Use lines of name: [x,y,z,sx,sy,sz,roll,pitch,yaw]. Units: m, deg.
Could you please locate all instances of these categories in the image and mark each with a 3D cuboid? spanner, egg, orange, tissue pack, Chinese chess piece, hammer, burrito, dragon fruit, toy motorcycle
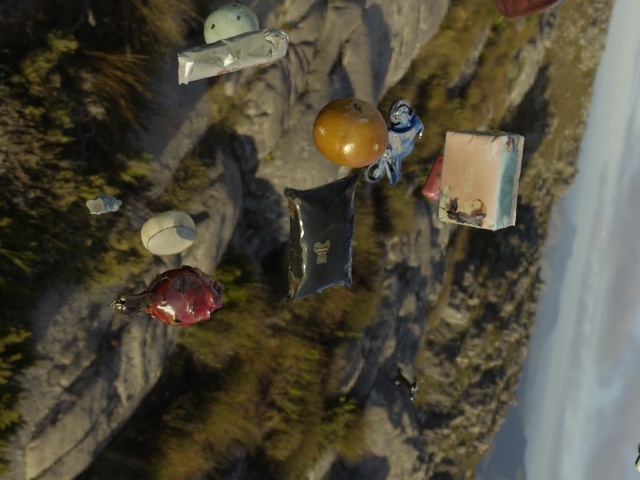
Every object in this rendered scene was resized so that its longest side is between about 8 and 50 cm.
spanner: [0.240,0.401,2.066,0.254,0.015,0.054,178,-71,-85]
egg: [-0.212,-0.513,1.793,0.164,0.131,0.131,-45,141,-51]
orange: [0.062,-0.217,1.463,0.156,0.156,0.124,-48,156,-56]
tissue pack: [0.160,-0.063,0.729,0.059,0.074,0.094,-9,106,-49]
Chinese chess piece: [-0.338,-0.016,1.633,0.051,0.122,0.122,66,4,27]
hammer: [0.211,-0.111,1.291,0.083,0.043,0.043,-66,160,1]
burrito: [-0.151,-0.319,1.256,0.064,0.203,0.064,164,-90,-88]
dragon fruit: [-0.310,0.116,1.472,0.246,0.125,0.125,-8,75,-48]
toy motorcycle: [0.164,-0.214,1.618,0.114,0.076,0.205,4,121,-37]

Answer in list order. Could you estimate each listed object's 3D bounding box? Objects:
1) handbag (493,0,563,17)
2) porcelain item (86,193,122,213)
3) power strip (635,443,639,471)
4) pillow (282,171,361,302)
handbag: [0.385,-0.480,1.266,0.146,0.135,0.225,65,-12,-16]
porcelain item: [-0.332,-0.055,1.123,0.083,0.036,0.028,-56,164,-84]
power strip: [0.751,0.473,1.511,0.035,0.192,0.081,-33,143,-64]
pillow: [0.001,0.000,0.819,0.090,0.048,0.150,-25,128,-41]
